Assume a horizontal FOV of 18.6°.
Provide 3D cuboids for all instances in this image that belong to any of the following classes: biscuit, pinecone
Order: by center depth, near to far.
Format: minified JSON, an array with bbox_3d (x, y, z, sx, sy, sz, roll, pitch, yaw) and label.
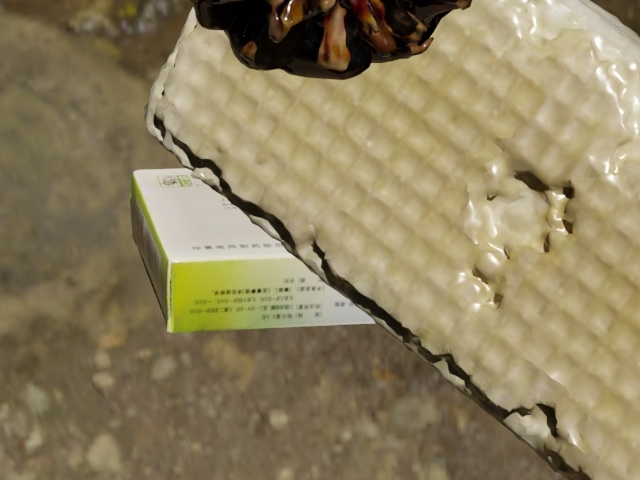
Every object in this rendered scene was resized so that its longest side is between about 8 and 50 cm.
[{"bbox_3d":[-0.002,-0.070,0.345,0.077,0.077,0.083,-4,45,1],"label":"pinecone"},{"bbox_3d":[0.124,0.021,0.662,0.426,0.078,0.144,38,107,20],"label":"biscuit"}]

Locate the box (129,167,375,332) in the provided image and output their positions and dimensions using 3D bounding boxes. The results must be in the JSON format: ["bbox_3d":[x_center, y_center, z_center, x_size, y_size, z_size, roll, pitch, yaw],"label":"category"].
[{"bbox_3d":[-0.001,0.001,1.450,0.261,0.062,0.175,-3,24,-13],"label":"box"}]
